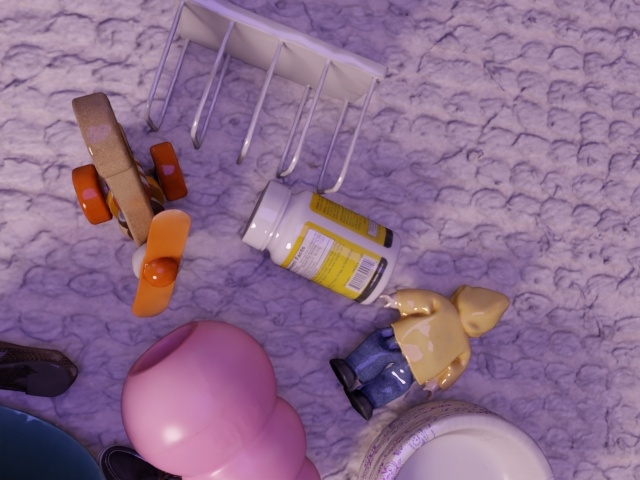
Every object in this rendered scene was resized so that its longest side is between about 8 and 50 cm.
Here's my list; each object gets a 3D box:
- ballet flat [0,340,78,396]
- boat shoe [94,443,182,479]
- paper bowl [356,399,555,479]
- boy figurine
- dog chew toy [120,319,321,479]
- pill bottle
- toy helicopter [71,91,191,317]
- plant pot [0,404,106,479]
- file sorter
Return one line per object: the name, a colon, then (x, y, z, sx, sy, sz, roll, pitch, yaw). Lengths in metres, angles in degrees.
ballet flat: (-0.458, 0.163, 0.866, 0.249, 0.058, 0.084, 8, 109, -5)
boat shoe: (-0.211, 0.357, 0.870, 0.228, 0.076, 0.080, 44, 38, 4)
paper bowl: (0.189, 0.379, 0.935, 0.284, 0.148, 0.284, 0, 88, -11)
boy figurine: (0.153, 0.145, 0.961, 0.285, 0.092, 0.177, -32, 95, -11)
dog chew toy: (-0.115, 0.272, 0.858, 0.206, 0.206, 0.332, -36, 103, -9)
pill bottle: (0.000, 0.000, 0.919, 0.208, 0.119, 0.119, 26, 84, -9)
toy helicopter: (-0.227, -0.047, 0.756, 0.140, 0.355, 0.235, -18, 75, -11)
plant pot: (-0.438, 0.375, 0.755, 0.293, 0.293, 0.235, 25, 100, -10)
file sorter: (-0.085, -0.191, 0.871, 0.277, 0.193, 0.173, 19, 89, -10)
